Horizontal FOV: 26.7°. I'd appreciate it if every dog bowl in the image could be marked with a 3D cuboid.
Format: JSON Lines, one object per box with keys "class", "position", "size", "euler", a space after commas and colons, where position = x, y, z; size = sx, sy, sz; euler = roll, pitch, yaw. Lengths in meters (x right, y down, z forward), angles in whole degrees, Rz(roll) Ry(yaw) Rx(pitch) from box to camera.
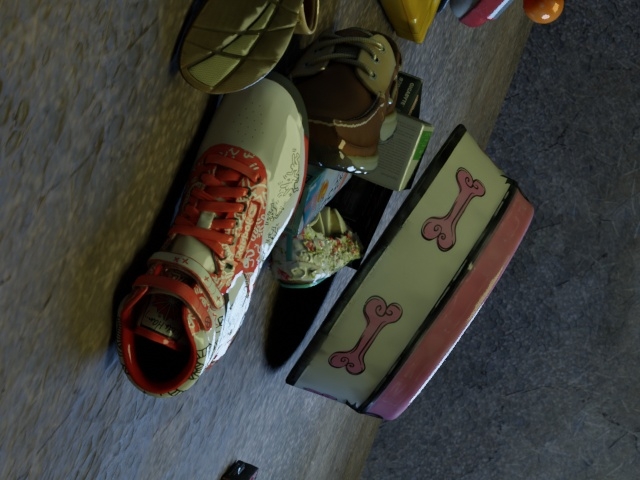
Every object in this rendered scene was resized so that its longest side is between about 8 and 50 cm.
{"class": "dog bowl", "position": [0.126, 0.056, 1.764], "size": [0.408, 0.150, 0.408], "euler": [-56, 177, -5]}

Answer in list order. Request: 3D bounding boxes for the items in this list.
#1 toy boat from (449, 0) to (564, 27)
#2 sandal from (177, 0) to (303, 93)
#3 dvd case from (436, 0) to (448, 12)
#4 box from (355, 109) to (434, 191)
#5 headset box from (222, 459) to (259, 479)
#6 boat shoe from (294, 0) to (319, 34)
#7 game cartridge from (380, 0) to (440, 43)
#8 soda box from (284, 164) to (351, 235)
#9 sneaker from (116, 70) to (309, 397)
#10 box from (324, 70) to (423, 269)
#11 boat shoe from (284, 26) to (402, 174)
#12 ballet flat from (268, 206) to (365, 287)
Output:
{"class": "toy boat", "position": [0.293, -0.378, 1.981], "size": [0.151, 0.151, 0.231], "euler": [-46, -170, 35]}
{"class": "sandal", "position": [-0.050, -0.186, 1.019], "size": [0.049, 0.072, 0.180], "euler": [-4, -123, 63]}
{"class": "dvd case", "position": [0.227, -0.441, 1.856], "size": [0.239, 0.029, 0.179], "euler": [-61, 180, -43]}
{"class": "box", "position": [0.071, -0.116, 1.611], "size": [0.101, 0.102, 0.087], "euler": [-19, 131, -78]}
{"class": "headset box", "position": [-0.110, 0.326, 1.731], "size": [0.062, 0.032, 0.083], "euler": [-41, 149, -69]}
{"class": "boat shoe", "position": [-0.012, -0.242, 1.085], "size": [0.063, 0.059, 0.170], "euler": [-57, 164, -47]}
{"class": "game cartridge", "position": [0.142, -0.396, 1.575], "size": [0.323, 0.052, 0.285], "euler": [25, 86, -79]}
{"class": "soda box", "position": [-0.015, -0.070, 1.378], "size": [0.183, 0.063, 0.058], "euler": [-49, 157, -61]}
{"class": "sneaker", "position": [-0.087, 0.000, 1.090], "size": [0.145, 0.090, 0.270], "euler": [-47, 158, -69]}
{"class": "box", "position": [0.069, -0.092, 1.778], "size": [0.175, 0.051, 0.220], "euler": [86, 28, -68]}
{"class": "boat shoe", "position": [0.014, -0.145, 1.285], "size": [0.324, 0.122, 0.120], "euler": [-61, 164, -74]}
{"class": "ballet flat", "position": [0.000, 0.000, 1.554], "size": [0.241, 0.091, 0.077], "euler": [-34, 121, -78]}
